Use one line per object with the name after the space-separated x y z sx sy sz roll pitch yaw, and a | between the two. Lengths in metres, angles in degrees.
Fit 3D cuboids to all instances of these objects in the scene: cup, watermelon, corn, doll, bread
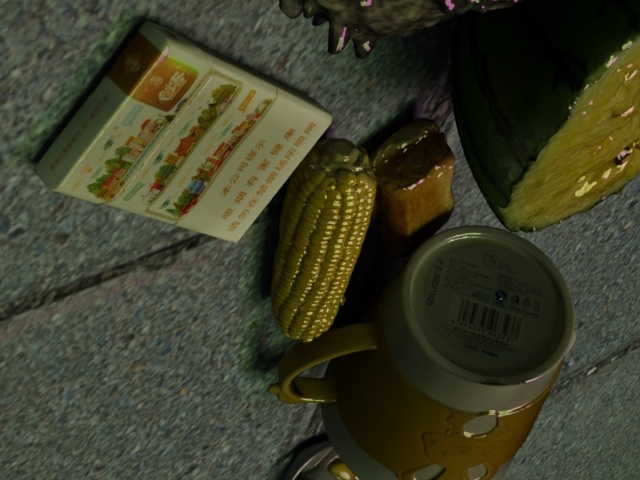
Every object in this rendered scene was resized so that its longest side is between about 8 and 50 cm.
0.083 0.103 1.449 0.241 0.185 0.226 -1 152 -15 | cup
0.213 -0.172 1.261 0.331 0.189 0.331 -30 163 -10 | watermelon
0.000 0.000 1.326 0.067 0.067 0.206 -28 149 -30 | corn
0.026 0.219 1.687 0.195 0.062 0.104 -44 156 -18 | doll
0.072 -0.041 1.388 0.074 0.053 0.132 -39 156 -12 | bread

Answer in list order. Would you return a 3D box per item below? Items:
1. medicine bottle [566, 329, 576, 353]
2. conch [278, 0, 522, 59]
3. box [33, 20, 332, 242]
0.199 0.080 1.699 0.058 0.091 0.058 -34 152 -21 | medicine bottle
0.073 -0.236 1.007 0.313 0.186 0.241 -33 149 21 | conch
-0.083 -0.066 1.150 0.122 0.032 0.220 -51 153 11 | box
